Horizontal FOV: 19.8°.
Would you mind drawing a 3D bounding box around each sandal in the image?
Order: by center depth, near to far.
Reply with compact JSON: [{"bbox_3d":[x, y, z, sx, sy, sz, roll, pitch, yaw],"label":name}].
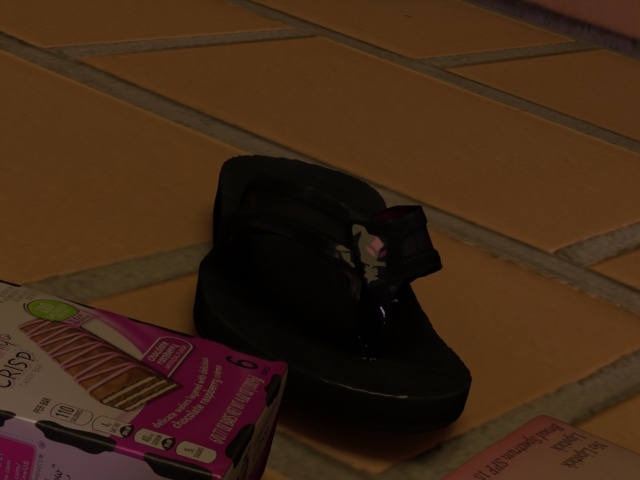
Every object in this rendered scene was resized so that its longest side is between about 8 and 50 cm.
[{"bbox_3d":[-0.003,-0.001,1.232,0.167,0.107,0.446,10,18,-12],"label":"sandal"}]

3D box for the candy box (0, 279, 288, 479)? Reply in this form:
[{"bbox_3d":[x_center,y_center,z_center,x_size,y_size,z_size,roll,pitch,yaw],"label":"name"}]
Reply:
[{"bbox_3d":[-0.147,0.085,0.923,0.233,0.071,0.159,15,18,6],"label":"candy box"}]

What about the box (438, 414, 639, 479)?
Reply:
[{"bbox_3d":[0.150,0.184,0.749,0.232,0.127,0.148,21,19,24],"label":"box"}]
